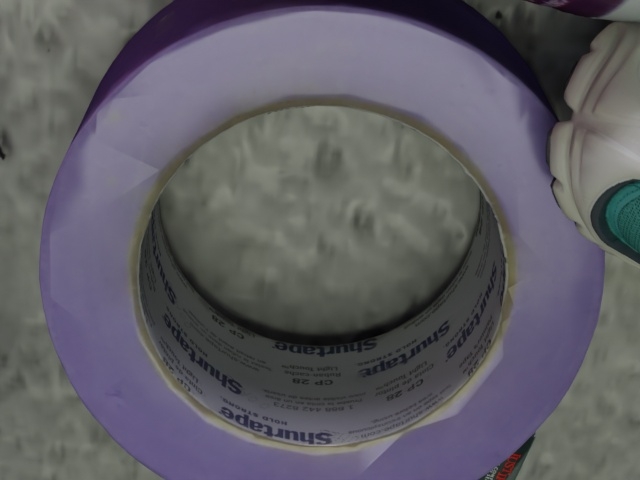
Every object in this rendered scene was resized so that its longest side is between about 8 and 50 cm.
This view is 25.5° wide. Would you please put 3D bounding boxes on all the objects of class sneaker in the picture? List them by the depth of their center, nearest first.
[{"bbox_3d":[0.197,0.008,0.456,0.275,0.110,0.107,12,102,-30],"label":"sneaker"}]

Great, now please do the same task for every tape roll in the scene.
[{"bbox_3d":[0.000,0.000,0.504,0.189,0.080,0.189,0,112,0],"label":"tape roll"}]

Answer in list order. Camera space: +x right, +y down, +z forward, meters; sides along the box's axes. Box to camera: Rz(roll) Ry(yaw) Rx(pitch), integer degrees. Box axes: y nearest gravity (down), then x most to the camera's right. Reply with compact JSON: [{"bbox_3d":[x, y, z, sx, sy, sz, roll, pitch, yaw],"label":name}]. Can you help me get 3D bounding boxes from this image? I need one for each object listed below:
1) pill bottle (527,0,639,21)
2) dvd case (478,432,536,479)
[{"bbox_3d":[0.045,-0.155,0.383,0.301,0.169,0.169,13,116,-6],"label":"pill bottle"},{"bbox_3d":[0.020,0.098,0.599,0.119,0.013,0.087,16,116,-6],"label":"dvd case"}]
